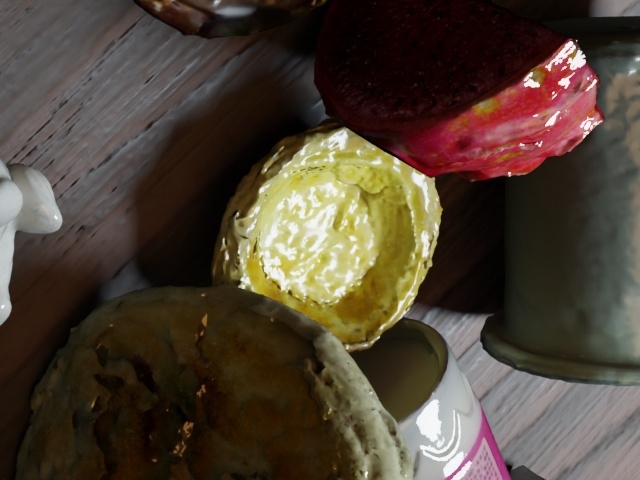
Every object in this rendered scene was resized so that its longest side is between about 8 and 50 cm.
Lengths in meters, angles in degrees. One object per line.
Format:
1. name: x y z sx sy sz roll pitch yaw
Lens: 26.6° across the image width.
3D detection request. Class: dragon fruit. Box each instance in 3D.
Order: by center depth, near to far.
1. dragon fruit: 0.092 -0.120 1.032 0.189 0.262 0.163 -26 129 -19

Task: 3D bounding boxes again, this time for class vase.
1. vase: 0.263 -0.044 1.175 0.245 0.245 0.291 -8 105 -28

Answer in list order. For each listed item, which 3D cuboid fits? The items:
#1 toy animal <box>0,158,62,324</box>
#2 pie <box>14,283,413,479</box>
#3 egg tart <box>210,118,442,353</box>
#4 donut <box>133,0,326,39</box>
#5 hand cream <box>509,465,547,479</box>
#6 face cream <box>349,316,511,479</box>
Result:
1. toy animal: -0.345 0.021 0.894 0.325 0.154 0.208 -30 143 6
2. pie: -0.098 0.186 0.997 0.339 0.339 0.077 -58 148 0
3. egg tart: -0.002 0.000 1.114 0.213 0.090 0.212 -11 112 -28
4. donut: -0.069 -0.260 0.980 0.230 0.096 0.216 -31 122 -17
5. hand cream: 0.084 0.346 1.252 0.359 0.185 0.118 -41 93 -5
6. face cream: 0.064 0.190 1.168 0.175 0.175 0.195 -35 122 -15
